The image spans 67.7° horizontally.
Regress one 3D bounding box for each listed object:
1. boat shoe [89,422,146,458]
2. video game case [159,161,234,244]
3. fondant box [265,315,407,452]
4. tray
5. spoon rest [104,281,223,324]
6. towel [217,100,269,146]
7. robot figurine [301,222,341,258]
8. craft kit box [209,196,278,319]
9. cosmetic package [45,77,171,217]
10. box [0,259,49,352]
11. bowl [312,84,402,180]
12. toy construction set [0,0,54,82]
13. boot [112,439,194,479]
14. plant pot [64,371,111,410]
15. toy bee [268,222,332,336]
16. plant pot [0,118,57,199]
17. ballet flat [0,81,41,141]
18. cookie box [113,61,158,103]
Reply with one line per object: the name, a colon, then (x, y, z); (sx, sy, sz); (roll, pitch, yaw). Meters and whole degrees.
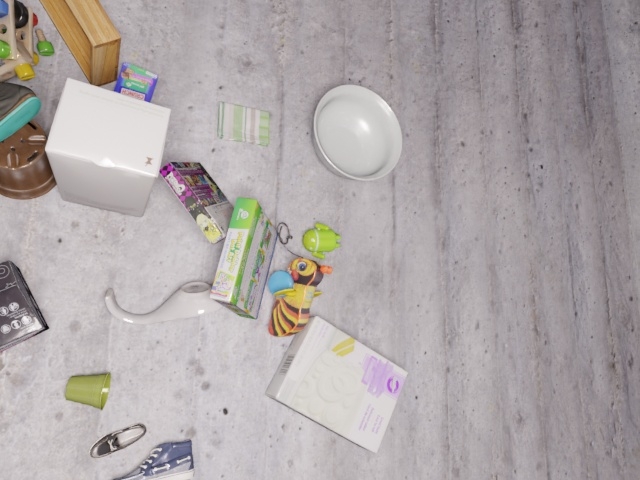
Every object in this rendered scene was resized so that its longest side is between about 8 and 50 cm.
boat shoe: (-0.458, 0.456, 1.083); (0.125, 0.038, 0.046); (-16, 86, -27)
video game case: (-0.284, -0.099, 1.185); (0.042, 0.232, 0.210); (-34, 96, 7)
fondant box: (0.051, 0.389, 1.305); (0.330, 0.096, 0.238); (34, 67, -16)
tray: (-0.617, -0.599, 1.136); (0.076, 0.203, 0.410); (-33, 94, -28)
spoon rest: (-0.367, 0.153, 1.156); (0.277, 0.137, 0.084); (-1, 109, -13)
towel: (-0.218, -0.335, 1.370); (0.152, 0.023, 0.113); (4, 78, -25)
robot figurine: (0.000, 0.000, 1.377); (0.115, 0.067, 0.101); (0, 109, -26)
craft kit box: (-0.181, 0.054, 1.189); (0.061, 0.246, 0.249); (10, 72, 8)
cosmetic package: (-0.453, -0.174, 1.033); (0.197, 0.365, 0.155); (14, 74, -23)
box: (-0.714, 0.169, 0.966); (0.247, 0.142, 0.163); (-26, 92, -26)
bowl: (0.090, -0.304, 1.446); (0.298, 0.134, 0.297); (6, 76, -24)
toy construction set: (-0.706, -0.377, 1.010); (0.258, 0.309, 0.237); (-20, 93, -19)
boot: (-0.387, 0.515, 1.095); (0.190, 0.069, 0.086); (3, 71, -33)
plant pot: (-0.519, 0.332, 1.064); (0.079, 0.083, 0.083); (10, 75, -11)
toy bee: (-0.055, 0.110, 1.257); (0.195, 0.162, 0.298); (-25, 113, -59)
plant pot: (-0.667, -0.191, 1.049); (0.167, 0.165, 0.166); (5, 78, -23)
ballet flat: (-0.666, -0.204, 0.916); (0.096, 0.095, 0.280); (30, 58, -6)
cookie box: (-0.484, -0.396, 1.247); (0.092, 0.040, 0.107); (17, 73, -22)
